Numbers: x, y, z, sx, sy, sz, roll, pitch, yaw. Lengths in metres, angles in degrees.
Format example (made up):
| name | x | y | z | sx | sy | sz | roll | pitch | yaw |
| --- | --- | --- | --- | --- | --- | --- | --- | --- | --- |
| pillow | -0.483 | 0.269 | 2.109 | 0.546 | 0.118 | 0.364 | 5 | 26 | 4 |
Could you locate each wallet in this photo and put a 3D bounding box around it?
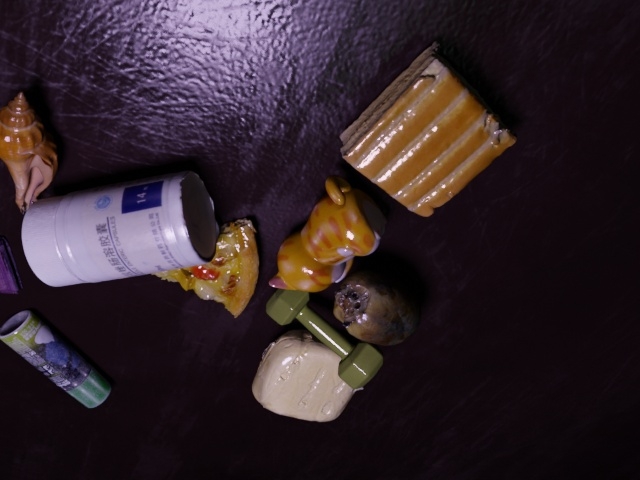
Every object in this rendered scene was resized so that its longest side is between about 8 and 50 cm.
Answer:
| name | x | y | z | sx | sy | sz | roll | pitch | yaw |
| --- | --- | --- | --- | --- | --- | --- | --- | --- | --- |
| wallet | -0.771 | 0.057 | 1.107 | 0.111 | 0.030 | 0.165 | 4 | 128 | -6 |

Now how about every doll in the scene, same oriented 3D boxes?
| name | x | y | z | sx | sy | sz | roll | pitch | yaw |
| --- | --- | --- | --- | --- | --- | --- | --- | --- | --- |
| doll | 0.019 | 0.004 | 1.007 | 0.162 | 0.166 | 0.269 | 39 | 116 | 2 |

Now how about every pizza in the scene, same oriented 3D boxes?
| name | x | y | z | sx | sy | sz | roll | pitch | yaw |
| --- | --- | --- | --- | --- | --- | --- | --- | --- | --- |
| pizza | -0.285 | 0.070 | 1.102 | 0.288 | 0.075 | 0.279 | 1 | 126 | -3 |

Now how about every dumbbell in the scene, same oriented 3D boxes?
| name | x | y | z | sx | sy | sz | roll | pitch | yaw |
| --- | --- | --- | --- | --- | --- | --- | --- | --- | --- |
| dumbbell | 0.011 | 0.216 | 1.131 | 0.302 | 0.121 | 0.108 | 41 | 93 | 6 |

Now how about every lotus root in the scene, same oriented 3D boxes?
| name | x | y | z | sx | sy | sz | roll | pitch | yaw |
| --- | --- | --- | --- | --- | --- | --- | --- | --- | --- |
| lotus root | 0.142 | 0.155 | 1.088 | 0.275 | 0.152 | 0.160 | 20 | 99 | -58 |

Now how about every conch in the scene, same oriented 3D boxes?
| name | x | y | z | sx | sy | sz | roll | pitch | yaw |
| --- | --- | --- | --- | --- | --- | --- | --- | --- | --- |
| conch | -0.566 | -0.161 | 0.921 | 0.110 | 0.093 | 0.330 | 3 | 150 | -26 |

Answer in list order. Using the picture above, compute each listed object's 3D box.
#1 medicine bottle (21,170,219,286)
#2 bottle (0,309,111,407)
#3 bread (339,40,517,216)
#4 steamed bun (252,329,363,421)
| name | x | y | z | sx | sy | sz | roll | pitch | yaw |
| --- | --- | --- | --- | --- | --- | --- | --- | --- | --- |
| medicine bottle | -0.394 | -0.020 | 0.958 | 0.333 | 0.189 | 0.189 | -10 | 127 | 6 |
| bottle | -0.697 | 0.325 | 1.275 | 0.093 | 0.093 | 0.330 | -18 | 126 | 12 |
| bread | 0.203 | -0.193 | 0.891 | 0.239 | 0.111 | 0.246 | 33 | 117 | -27 |
| steamed bun | -0.029 | 0.344 | 1.264 | 0.273 | 0.166 | 0.231 | 17 | 105 | -16 |
